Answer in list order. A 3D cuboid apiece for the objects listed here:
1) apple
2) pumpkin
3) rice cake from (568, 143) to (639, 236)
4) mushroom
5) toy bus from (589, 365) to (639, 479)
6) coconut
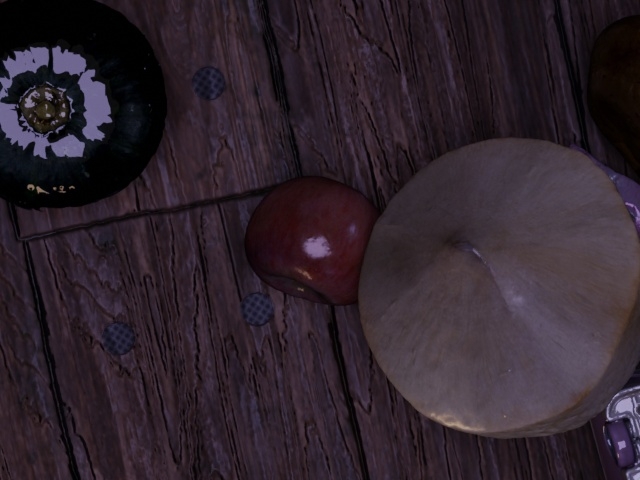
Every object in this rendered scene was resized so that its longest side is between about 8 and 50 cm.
[{"bbox_3d":[0.000,0.000,1.739,0.153,0.153,0.120,21,74,-1],"label":"apple"},{"bbox_3d":[-0.272,-0.144,1.721,0.233,0.163,0.233,0,95,0],"label":"pumpkin"},{"bbox_3d":[0.365,0.007,1.788,0.290,0.051,0.081,37,92,-2],"label":"rice cake"},{"bbox_3d":[0.364,-0.126,1.711,0.231,0.194,0.138,40,92,8],"label":"mushroom"},{"bbox_3d":[0.365,0.229,1.755,0.142,0.142,0.202,-16,94,0],"label":"toy bus"},{"bbox_3d":[0.187,0.047,1.648,0.329,0.329,0.328,0,93,0],"label":"coconut"}]
